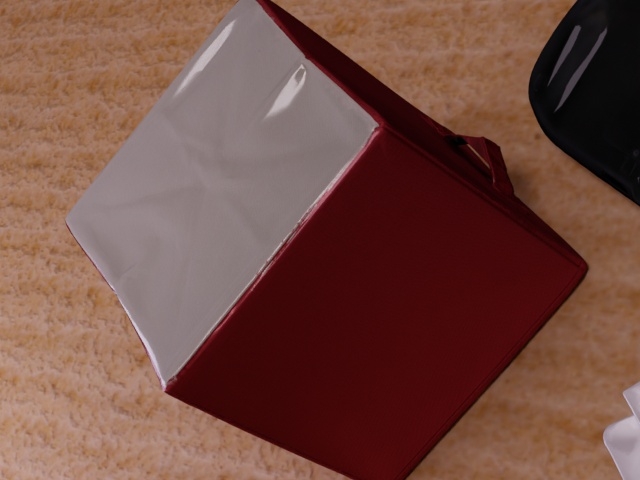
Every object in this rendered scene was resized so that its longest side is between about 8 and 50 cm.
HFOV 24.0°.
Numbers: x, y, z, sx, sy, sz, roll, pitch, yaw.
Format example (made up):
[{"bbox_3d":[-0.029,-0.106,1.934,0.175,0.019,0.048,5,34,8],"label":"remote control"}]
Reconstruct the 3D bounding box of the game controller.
[{"bbox_3d":[0.238,-0.075,0.817,0.319,0.067,0.166,45,115,49],"label":"game controller"}]

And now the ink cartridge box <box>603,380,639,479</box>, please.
[{"bbox_3d":[0.222,0.093,0.686,0.198,0.067,0.115,-34,68,26],"label":"ink cartridge box"}]

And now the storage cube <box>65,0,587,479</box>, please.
[{"bbox_3d":[0.000,0.000,0.893,0.215,0.193,0.183,-51,41,11],"label":"storage cube"}]
